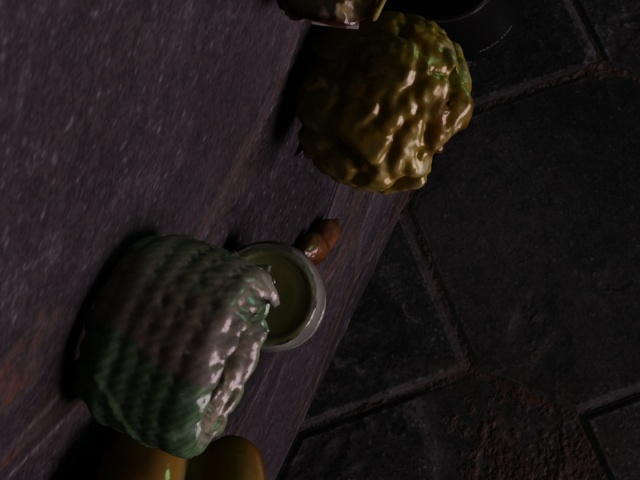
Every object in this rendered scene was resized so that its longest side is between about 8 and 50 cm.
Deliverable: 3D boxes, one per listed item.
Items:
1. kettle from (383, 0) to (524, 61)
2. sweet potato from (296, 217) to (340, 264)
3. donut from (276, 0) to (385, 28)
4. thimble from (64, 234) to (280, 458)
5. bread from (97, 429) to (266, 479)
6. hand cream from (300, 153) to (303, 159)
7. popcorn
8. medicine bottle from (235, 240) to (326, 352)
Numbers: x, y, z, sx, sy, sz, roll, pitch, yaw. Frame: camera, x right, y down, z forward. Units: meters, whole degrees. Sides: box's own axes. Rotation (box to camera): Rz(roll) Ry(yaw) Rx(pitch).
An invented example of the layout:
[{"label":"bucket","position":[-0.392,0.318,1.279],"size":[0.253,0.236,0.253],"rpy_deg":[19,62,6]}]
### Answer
[{"label":"kettle","position":[0.232,-0.398,2.058],"size":[0.308,0.262,0.203],"rpy_deg":[5,78,-79]},{"label":"sweet potato","position":[-0.001,0.003,2.354],"size":[0.218,0.051,0.065],"rpy_deg":[-44,154,-69]},{"label":"donut","position":[0.066,-0.396,1.409],"size":[0.259,0.136,0.345],"rpy_deg":[-54,167,-45]},{"label":"thimble","position":[-0.144,0.098,1.356],"size":[0.219,0.150,0.219],"rpy_deg":[24,90,-81]},{"label":"bread","position":[-0.175,0.373,1.582],"size":[0.424,0.245,0.329],"rpy_deg":[101,15,-73]},{"label":"hand cream","position":[0.026,-0.225,1.949],"size":[0.234,0.050,0.080],"rpy_deg":[-63,178,22]},{"label":"popcorn","position":[0.079,-0.185,1.782],"size":[0.225,0.249,0.249],"rpy_deg":[-133,-114,-84]},{"label":"medicine bottle","position":[-0.066,0.076,1.806],"size":[0.143,0.147,0.147],"rpy_deg":[51,63,-82]}]
